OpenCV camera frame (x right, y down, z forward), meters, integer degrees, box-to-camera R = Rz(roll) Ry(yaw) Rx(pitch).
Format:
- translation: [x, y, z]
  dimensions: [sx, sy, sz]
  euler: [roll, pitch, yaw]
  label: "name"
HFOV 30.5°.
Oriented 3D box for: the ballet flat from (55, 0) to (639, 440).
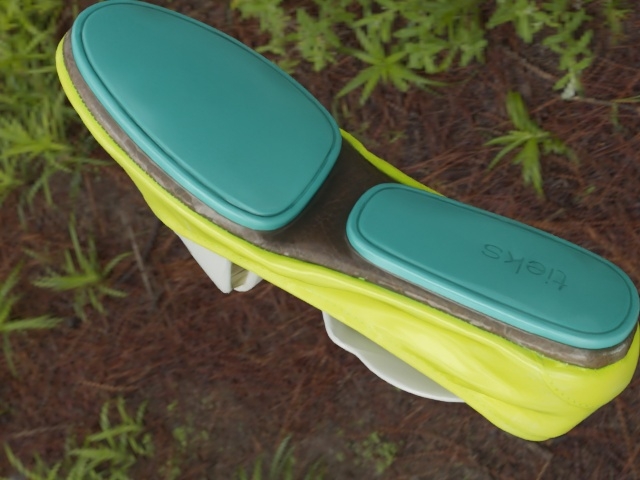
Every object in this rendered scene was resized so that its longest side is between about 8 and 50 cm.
- translation: [0.000, 0.000, 0.418]
  dimensions: [0.231, 0.077, 0.077]
  euler: [30, 139, 11]
  label: "ballet flat"
